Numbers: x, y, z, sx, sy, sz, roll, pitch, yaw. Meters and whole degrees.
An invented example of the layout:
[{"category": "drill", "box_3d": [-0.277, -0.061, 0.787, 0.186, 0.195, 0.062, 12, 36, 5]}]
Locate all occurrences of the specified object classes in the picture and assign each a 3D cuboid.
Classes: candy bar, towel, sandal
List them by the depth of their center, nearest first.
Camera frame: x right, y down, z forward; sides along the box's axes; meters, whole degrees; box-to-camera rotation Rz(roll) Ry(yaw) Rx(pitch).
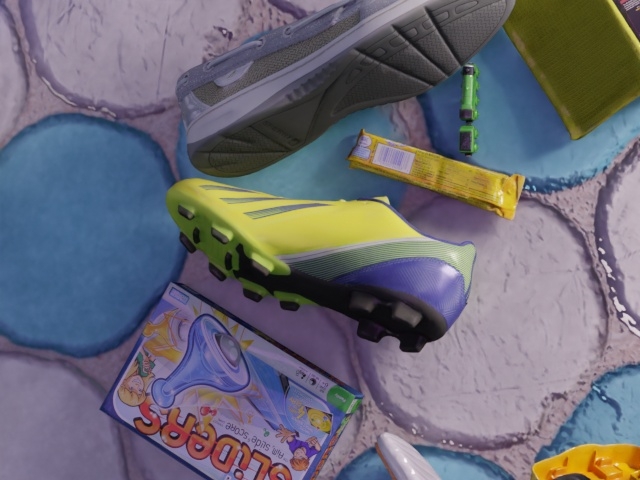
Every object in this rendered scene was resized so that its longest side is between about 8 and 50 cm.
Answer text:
[{"category": "sandal", "box_3d": [0.110, 0.284, 1.489, 0.076, 0.102, 0.265, -40, 68, 11]}, {"category": "towel", "box_3d": [0.190, -0.208, 1.516, 0.102, 0.021, 0.237, -39, 75, 37]}, {"category": "candy bar", "box_3d": [0.098, -0.060, 1.554, 0.161, 0.018, 0.040, 18, 88, 17]}]

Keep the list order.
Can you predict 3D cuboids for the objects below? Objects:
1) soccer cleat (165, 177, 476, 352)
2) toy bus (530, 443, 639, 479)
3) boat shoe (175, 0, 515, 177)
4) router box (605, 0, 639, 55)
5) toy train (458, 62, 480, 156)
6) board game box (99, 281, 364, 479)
[{"category": "soccer cleat", "box_3d": [0.001, 0.001, 1.556, 0.289, 0.093, 0.121, 22, 62, 21]}, {"category": "toy bus", "box_3d": [0.260, 0.294, 1.416, 0.220, 0.149, 0.211, 38, 127, 46]}, {"category": "boat shoe", "box_3d": [0.015, -0.167, 1.539, 0.320, 0.118, 0.103, -29, 60, 19]}, {"category": "router box", "box_3d": [0.315, -0.192, 1.490, 0.122, 0.038, 0.092, -30, 79, 12]}, {"category": "toy train", "box_3d": [0.129, -0.115, 1.546, 0.017, 0.024, 0.083, 0, 86, 16]}, {"category": "board game box", "box_3d": [-0.080, 0.144, 1.581, 0.201, 0.035, 0.136, 30, 94, 16]}]
